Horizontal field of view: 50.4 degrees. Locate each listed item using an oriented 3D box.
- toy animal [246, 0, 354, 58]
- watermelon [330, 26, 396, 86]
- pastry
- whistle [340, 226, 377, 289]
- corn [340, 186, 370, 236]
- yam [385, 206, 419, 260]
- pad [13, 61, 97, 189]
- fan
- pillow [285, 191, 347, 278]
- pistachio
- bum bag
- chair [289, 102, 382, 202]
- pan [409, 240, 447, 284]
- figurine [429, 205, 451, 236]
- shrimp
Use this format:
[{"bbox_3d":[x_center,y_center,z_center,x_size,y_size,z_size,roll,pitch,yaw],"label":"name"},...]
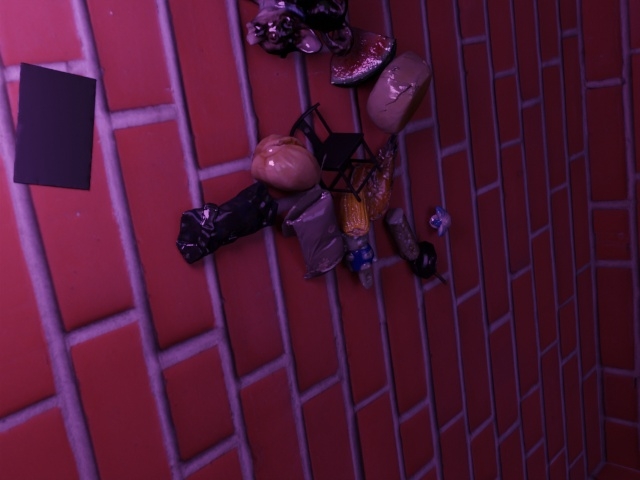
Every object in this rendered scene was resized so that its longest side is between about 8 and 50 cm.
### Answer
[{"bbox_3d":[-0.058,-0.587,1.793,0.344,0.194,0.303,-39,114,-30],"label":"toy animal"},{"bbox_3d":[0.122,-0.547,2.013,0.202,0.207,0.136,33,42,-25],"label":"watermelon"},{"bbox_3d":[0.244,-0.455,2.089,0.265,0.133,0.265,-51,169,-13],"label":"pastry"},{"bbox_3d":[0.118,0.039,2.090,0.110,0.092,0.245,-38,117,-41],"label":"whistle"},{"bbox_3d":[0.102,-0.086,2.021,0.063,0.085,0.165,57,25,-48],"label":"corn"},{"bbox_3d":[0.273,-0.018,2.256,0.078,0.078,0.179,-44,123,-34],"label":"yam"},{"bbox_3d":[-0.557,-0.237,1.438,0.170,0.006,0.246,3,91,-45],"label":"pad"},{"bbox_3d":[-0.022,-0.124,1.860,0.182,0.010,0.310,-25,150,-36],"label":"fan"},{"bbox_3d":[0.000,0.000,1.928,0.169,0.059,0.255,-33,134,-16],"label":"pillow"},{"bbox_3d":[-0.087,-0.197,1.829,0.229,0.157,0.157,19,79,-54],"label":"pistachio"},{"bbox_3d":[-0.233,-0.053,1.735,0.310,0.074,0.137,-28,124,-35],"label":"bum bag"},{"bbox_3d":[0.045,-0.253,1.962,0.155,0.141,0.260,-55,130,-24],"label":"chair"},{"bbox_3d":[0.365,0.099,2.379,0.128,0.048,0.202,-39,118,-36],"label":"pan"},{"bbox_3d":[0.427,-0.070,2.423,0.114,0.079,0.114,-13,90,-80],"label":"figurine"},{"bbox_3d":[0.170,-0.211,2.152,0.164,0.062,0.317,30,70,-35],"label":"shrimp"}]
